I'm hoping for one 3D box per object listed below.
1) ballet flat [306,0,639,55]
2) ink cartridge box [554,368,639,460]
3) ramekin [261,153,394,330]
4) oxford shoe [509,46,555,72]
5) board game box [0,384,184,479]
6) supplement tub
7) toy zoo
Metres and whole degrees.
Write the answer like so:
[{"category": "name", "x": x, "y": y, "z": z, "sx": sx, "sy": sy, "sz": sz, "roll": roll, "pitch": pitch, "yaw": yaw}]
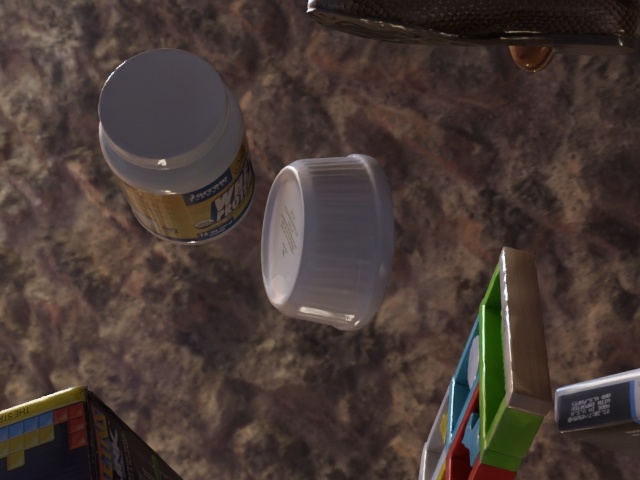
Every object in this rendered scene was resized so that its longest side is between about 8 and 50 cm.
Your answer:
[{"category": "ballet flat", "x": 0.114, "y": -0.177, "z": 0.694, "sx": 0.250, "sy": 0.084, "sz": 0.058, "roll": 6, "pitch": -85, "yaw": 9}, {"category": "ink cartridge box", "x": 0.479, "y": 0.202, "z": 1.028, "sx": 0.304, "sy": 0.307, "sz": 0.072, "roll": -30, "pitch": -135, "yaw": 49}, {"category": "ramekin", "x": 0.000, "y": 0.000, "z": 1.384, "sx": 0.273, "sy": 0.127, "sz": 0.272, "roll": -176, "pitch": -90, "yaw": -71}, {"category": "oxford shoe", "x": 0.218, "y": -0.289, "z": 1.004, "sx": 0.076, "sy": 0.076, "sz": 0.212, "roll": 8, "pitch": -73, "yaw": 45}, {"category": "board game box", "x": -0.141, "y": 0.132, "z": 0.373, "sx": 0.141, "sy": 0.170, "sz": 0.048, "roll": 66, "pitch": 6, "yaw": -55}, {"category": "supplement tub", "x": -0.147, "y": -0.093, "z": 0.962, "sx": 0.144, "sy": 0.144, "sz": 0.199, "roll": 53, "pitch": -12, "yaw": 19}, {"category": "toy zoo", "x": 0.121, "y": 0.175, "z": 0.767, "sx": 0.030, "sy": 0.192, "sz": 0.293, "roll": 15, "pitch": -59, "yaw": 0}]
